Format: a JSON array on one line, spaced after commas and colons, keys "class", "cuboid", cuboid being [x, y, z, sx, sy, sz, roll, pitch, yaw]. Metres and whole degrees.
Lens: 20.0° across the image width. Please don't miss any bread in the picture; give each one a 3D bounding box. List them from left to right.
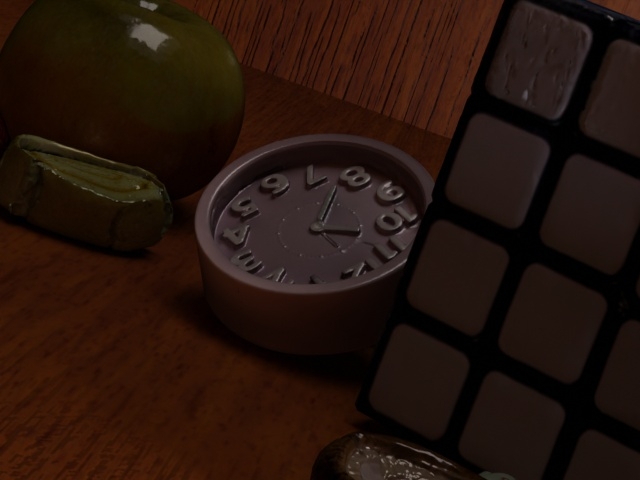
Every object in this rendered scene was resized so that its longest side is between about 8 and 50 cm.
[{"class": "bread", "cuboid": [-0.203, -0.038, 1.555, 0.156, 0.064, 0.117, 20, 16, -3]}]

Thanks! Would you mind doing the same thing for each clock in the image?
[{"class": "clock", "cuboid": [0.000, 0.000, 1.445, 0.197, 0.068, 0.197, -3, 42, 3]}]

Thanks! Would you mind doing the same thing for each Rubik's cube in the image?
[{"class": "Rubik's cube", "cuboid": [0.288, 0.038, 1.321, 0.337, 0.343, 0.344, 26, 13, 32]}]

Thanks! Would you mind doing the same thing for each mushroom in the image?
[{"class": "mushroom", "cuboid": [0.052, 0.159, 1.098, 0.123, 0.052, 0.123, 12, 16, -4]}]

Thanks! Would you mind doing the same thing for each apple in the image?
[{"class": "apple", "cuboid": [-0.190, -0.141, 1.722, 0.261, 0.194, 0.261, 20, 14, -5]}]

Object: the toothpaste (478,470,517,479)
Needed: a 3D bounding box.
[{"class": "toothpaste", "cuboid": [0.130, 0.197, 1.101, 0.060, 0.038, 0.233, 13, 16, -15]}]
